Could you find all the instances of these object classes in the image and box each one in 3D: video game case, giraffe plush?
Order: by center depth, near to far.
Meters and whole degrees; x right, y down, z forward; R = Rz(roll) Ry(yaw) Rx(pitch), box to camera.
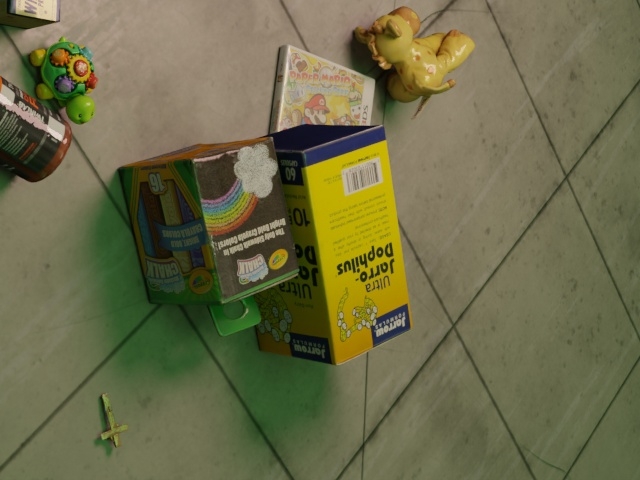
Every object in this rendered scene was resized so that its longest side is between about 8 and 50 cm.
[{"bbox_3d":[0.004,-0.216,2.295,0.227,0.026,0.206,15,78,-43],"label":"video game case"},{"bbox_3d":[0.152,-0.346,2.355,0.170,0.181,0.210,46,41,-20],"label":"giraffe plush"}]

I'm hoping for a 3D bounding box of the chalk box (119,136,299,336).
[{"bbox_3d":[-0.165,0.001,2.018,0.180,0.179,0.289,-20,104,-44],"label":"chalk box"}]

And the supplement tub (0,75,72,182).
[{"bbox_3d":[-0.447,-0.169,1.791,0.198,0.106,0.106,36,65,-39],"label":"supplement tub"}]

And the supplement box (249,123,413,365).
[{"bbox_3d":[0.000,0.000,2.147,0.195,0.194,0.357,-22,108,-41],"label":"supplement box"}]

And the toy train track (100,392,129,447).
[{"bbox_3d":[-0.319,0.273,1.971,0.048,0.014,0.083,-18,96,-36],"label":"toy train track"}]

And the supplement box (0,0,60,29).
[{"bbox_3d":[-0.424,-0.337,1.833,0.083,0.083,0.056,3,87,-44],"label":"supplement box"}]

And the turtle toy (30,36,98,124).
[{"bbox_3d":[-0.364,-0.234,1.901,0.095,0.066,0.130,-16,100,-44],"label":"turtle toy"}]
